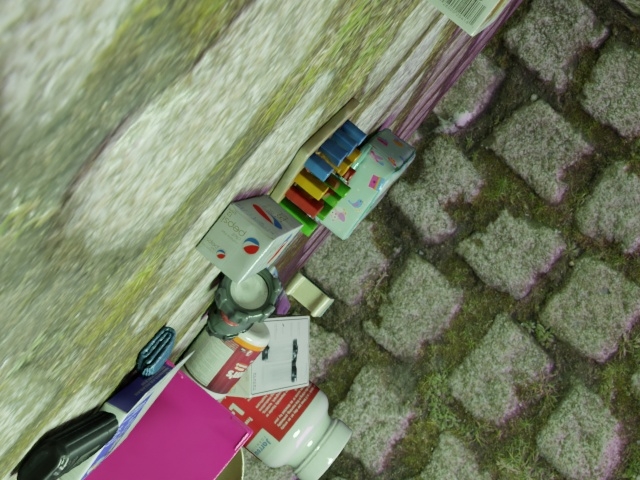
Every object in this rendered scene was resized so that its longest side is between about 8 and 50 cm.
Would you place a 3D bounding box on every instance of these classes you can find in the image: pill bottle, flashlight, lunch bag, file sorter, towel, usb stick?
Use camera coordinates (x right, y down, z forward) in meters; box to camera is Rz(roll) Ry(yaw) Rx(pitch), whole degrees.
[{"bbox_3d":[-0.209,0.242,1.949,0.221,0.121,0.121,-52,177,16],"label":"pill bottle"},{"bbox_3d":[-0.144,0.114,1.641,0.304,0.103,0.103,134,-29,-68],"label":"flashlight"},{"bbox_3d":[0.095,-0.127,2.168,0.224,0.108,0.279,-51,178,27],"label":"lunch bag"},{"bbox_3d":[-0.292,0.390,1.747,0.291,0.202,0.182,-50,179,-9],"label":"file sorter"},{"bbox_3d":[-0.238,0.165,1.410,0.067,0.029,0.119,-51,177,-22],"label":"towel"},{"bbox_3d":[-0.132,0.403,2.367,0.229,0.407,0.229,-51,177,-4],"label":"pill bottle"},{"bbox_3d":[-0.322,0.269,1.255,0.077,0.045,0.278,-44,177,-1],"label":"usb stick"}]

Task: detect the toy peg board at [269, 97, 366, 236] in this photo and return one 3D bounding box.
[{"bbox_3d":[0.008,-0.097,1.402,0.161,0.079,0.161,-49,177,-44],"label":"toy peg board"}]

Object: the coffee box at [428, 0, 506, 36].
[{"bbox_3d":[0.229,-0.371,1.121,0.246,0.098,0.141,-52,177,28],"label":"coffee box"}]

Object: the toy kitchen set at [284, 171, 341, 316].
[{"bbox_3d":[0.000,0.000,1.649,0.207,0.166,0.122,-51,177,4],"label":"toy kitchen set"}]

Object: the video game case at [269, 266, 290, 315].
[{"bbox_3d":[-0.145,0.181,2.229,0.201,0.023,0.183,-57,153,-24],"label":"video game case"}]

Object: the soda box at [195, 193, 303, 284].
[{"bbox_3d":[-0.084,-0.006,1.217,0.074,0.069,0.216,-51,177,9],"label":"soda box"}]

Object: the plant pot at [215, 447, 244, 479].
[{"bbox_3d":[-0.332,0.480,2.083,0.284,0.284,0.191,-50,-153,-17],"label":"plant pot"}]

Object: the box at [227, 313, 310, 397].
[{"bbox_3d":[-0.123,0.250,2.136,0.290,0.087,0.169,4,86,-65],"label":"box"}]

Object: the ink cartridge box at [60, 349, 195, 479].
[{"bbox_3d":[-0.300,0.262,1.502,0.208,0.045,0.206,-50,177,16],"label":"ink cartridge box"}]
